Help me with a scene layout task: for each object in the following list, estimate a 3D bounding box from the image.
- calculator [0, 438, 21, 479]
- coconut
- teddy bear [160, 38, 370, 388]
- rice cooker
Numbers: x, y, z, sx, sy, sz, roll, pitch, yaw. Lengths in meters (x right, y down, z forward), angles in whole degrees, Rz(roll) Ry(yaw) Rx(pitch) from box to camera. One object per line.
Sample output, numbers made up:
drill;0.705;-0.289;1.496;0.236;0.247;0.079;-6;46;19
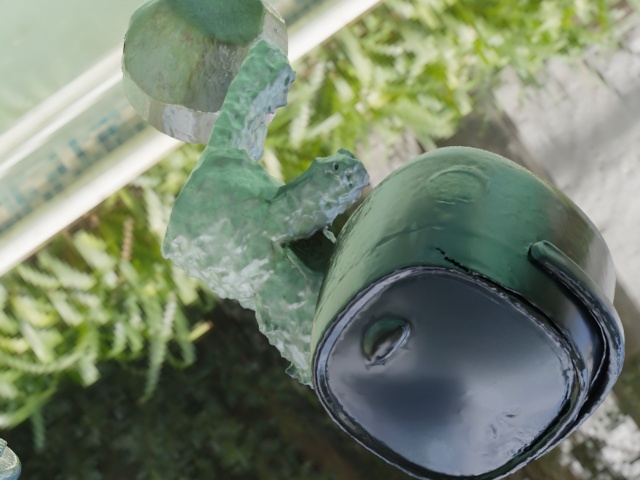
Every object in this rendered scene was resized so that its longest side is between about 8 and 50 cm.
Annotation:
calculator;-0.384;0.199;1.454;0.042;0.184;0.295;-64;177;-3
coconut;-0.169;-0.262;2.228;0.259;0.259;0.259;-35;-178;1
teddy bear;0.000;0.000;1.827;0.327;0.362;0.375;116;-2;-49
rice cooker;0.125;0.062;1.285;0.267;0.267;0.224;-34;-163;27
